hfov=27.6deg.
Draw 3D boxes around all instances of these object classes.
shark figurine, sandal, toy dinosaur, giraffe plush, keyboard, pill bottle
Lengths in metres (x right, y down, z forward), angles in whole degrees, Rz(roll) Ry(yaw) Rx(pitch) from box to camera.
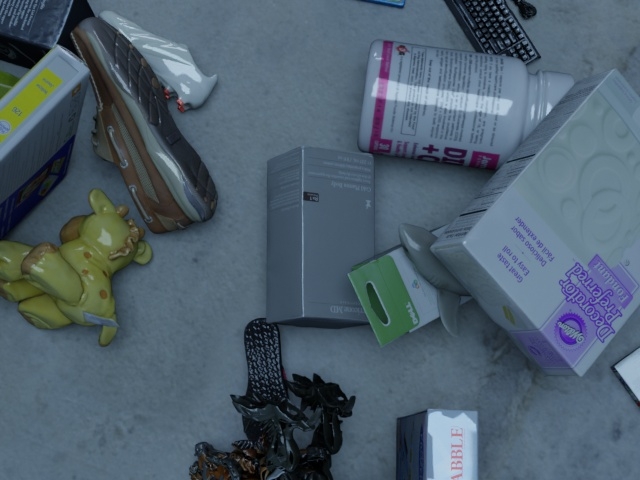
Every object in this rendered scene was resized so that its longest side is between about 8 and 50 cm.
[{"bbox_3d":[0.244,0.028,1.753,0.278,0.116,0.166,-14,87,-38],"label":"shark figurine"},{"bbox_3d":[-0.074,0.196,1.801,0.067,0.040,0.179,-1,88,9],"label":"sandal"},{"bbox_3d":[-0.030,0.299,1.697,0.322,0.164,0.218,5,100,14],"label":"toy dinosaur"},{"bbox_3d":[-0.326,0.024,1.787,0.210,0.181,0.170,18,59,16],"label":"giraffe plush"},{"bbox_3d":[0.257,-0.333,1.903,0.108,0.023,0.180,-30,82,-5],"label":"keyboard"},{"bbox_3d":[0.200,-0.183,1.808,0.283,0.160,0.160,8,80,2],"label":"pill bottle"}]

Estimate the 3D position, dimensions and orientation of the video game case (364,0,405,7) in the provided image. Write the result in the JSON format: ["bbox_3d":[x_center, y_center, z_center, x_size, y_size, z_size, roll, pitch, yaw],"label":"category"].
[{"bbox_3d":[0.080,-0.433,1.925,0.119,0.015,0.166,11,80,3],"label":"video game case"}]

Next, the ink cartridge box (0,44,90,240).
[{"bbox_3d":[-0.429,-0.066,1.675,0.072,0.303,0.307,40,61,2],"label":"ink cartridge box"}]

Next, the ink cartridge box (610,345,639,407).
[{"bbox_3d":[0.463,0.205,1.806,0.063,0.029,0.115,-34,83,-6],"label":"ink cartridge box"}]

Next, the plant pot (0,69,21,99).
[{"bbox_3d":[-0.565,-0.116,1.768,0.275,0.275,0.293,22,96,4],"label":"plant pot"}]

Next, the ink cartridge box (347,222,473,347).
[{"bbox_3d":[0.113,0.064,1.753,0.209,0.062,0.109,-25,92,-39],"label":"ink cartridge box"}]

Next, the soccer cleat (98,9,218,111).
[{"bbox_3d":[-0.235,-0.270,1.877,0.196,0.068,0.076,42,78,0],"label":"soccer cleat"}]

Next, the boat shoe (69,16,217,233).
[{"bbox_3d":[-0.267,-0.153,1.806,0.116,0.123,0.324,-27,93,18],"label":"boat shoe"}]

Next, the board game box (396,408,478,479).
[{"bbox_3d":[0.141,0.376,1.632,0.066,0.318,0.318,2,81,-3],"label":"board game box"}]

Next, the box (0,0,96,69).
[{"bbox_3d":[-0.439,-0.321,1.840,0.207,0.153,0.108,17,80,2],"label":"box"}]

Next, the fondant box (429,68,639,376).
[{"bbox_3d":[0.334,-0.022,1.674,0.238,0.096,0.330,47,71,-13],"label":"fondant box"}]

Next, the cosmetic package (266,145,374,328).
[{"bbox_3d":[0.000,0.000,1.787,0.127,0.107,0.237,4,77,-33],"label":"cosmetic package"}]
